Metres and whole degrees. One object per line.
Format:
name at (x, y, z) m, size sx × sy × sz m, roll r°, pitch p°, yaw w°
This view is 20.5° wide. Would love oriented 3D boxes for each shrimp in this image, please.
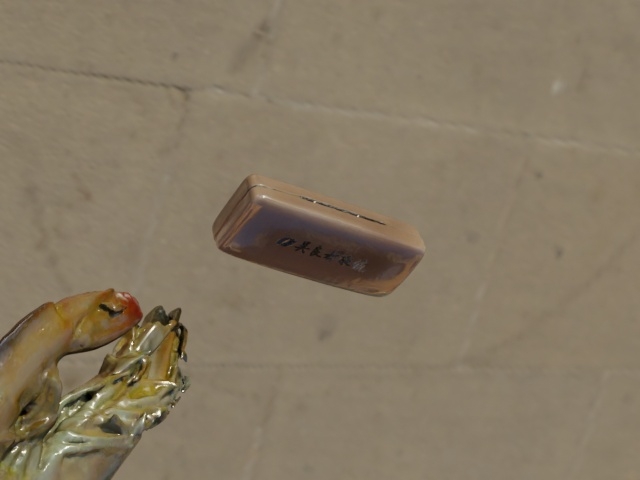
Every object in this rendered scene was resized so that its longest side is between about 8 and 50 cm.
shrimp at (-0.127, 0.077, 0.874) m, size 0.236 × 0.053 × 0.133 m, roll -38°, pitch 134°, yaw -49°

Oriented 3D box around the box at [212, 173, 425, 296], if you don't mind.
box at (0.000, 0.000, 0.959) m, size 0.115 × 0.025 × 0.048 m, roll 18°, pitch 124°, yaw -31°
